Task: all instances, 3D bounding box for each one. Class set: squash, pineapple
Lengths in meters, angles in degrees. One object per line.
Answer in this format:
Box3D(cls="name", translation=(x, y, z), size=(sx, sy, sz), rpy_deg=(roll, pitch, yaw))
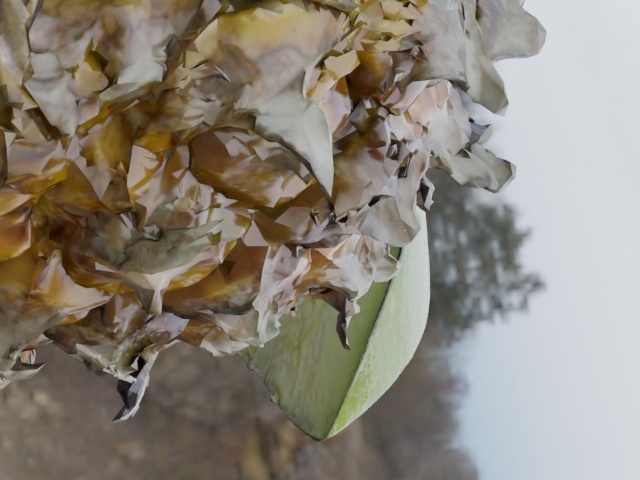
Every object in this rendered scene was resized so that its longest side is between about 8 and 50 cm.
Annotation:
Box3D(cls="squash", translation=(0.000, 0.000, 1.254), size=(0.155, 0.204, 0.237), rpy_deg=(57, -7, -34))
Box3D(cls="pineapple", translation=(-0.076, -0.108, 0.637), size=(0.300, 0.352, 0.352), rpy_deg=(130, -49, -79))

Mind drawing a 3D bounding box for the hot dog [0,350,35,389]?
Box3D(cls="hot dog", translation=(-0.324, 0.048, 1.484), size=(0.249, 0.076, 0.102), rpy_deg=(41, -54, 34))
